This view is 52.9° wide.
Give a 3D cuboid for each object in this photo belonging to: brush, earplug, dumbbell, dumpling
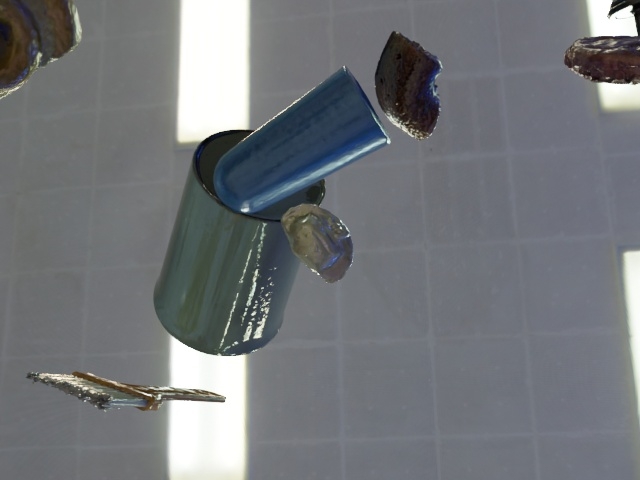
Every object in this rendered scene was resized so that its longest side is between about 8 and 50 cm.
[{"bbox_3d":[-0.166,0.157,0.663,0.090,0.314,0.017,14,-101,18],"label":"brush"},{"bbox_3d":[-0.043,-0.135,0.980,0.272,0.132,0.133,-30,-105,12],"label":"earplug"},{"bbox_3d":[0.555,-0.363,1.110,0.099,0.099,0.209,-12,-91,7],"label":"dumbbell"},{"bbox_3d":[0.000,-0.001,0.650,0.057,0.052,0.076,-43,-129,1],"label":"dumpling"}]

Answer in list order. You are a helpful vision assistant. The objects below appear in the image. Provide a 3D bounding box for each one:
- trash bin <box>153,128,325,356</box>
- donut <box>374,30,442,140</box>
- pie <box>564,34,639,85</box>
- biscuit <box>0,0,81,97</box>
[{"bbox_3d":[-0.168,0.026,1.264,0.280,0.432,0.281,13,-137,-12],"label":"trash bin"},{"bbox_3d":[0.175,-0.292,1.266,0.144,0.126,0.187,13,-64,-24],"label":"donut"},{"bbox_3d":[0.343,-0.201,0.709,0.153,0.154,0.038,3,-65,10],"label":"pie"},{"bbox_3d":[-0.443,-0.275,0.792,0.091,0.213,0.274,20,-120,45],"label":"biscuit"}]
